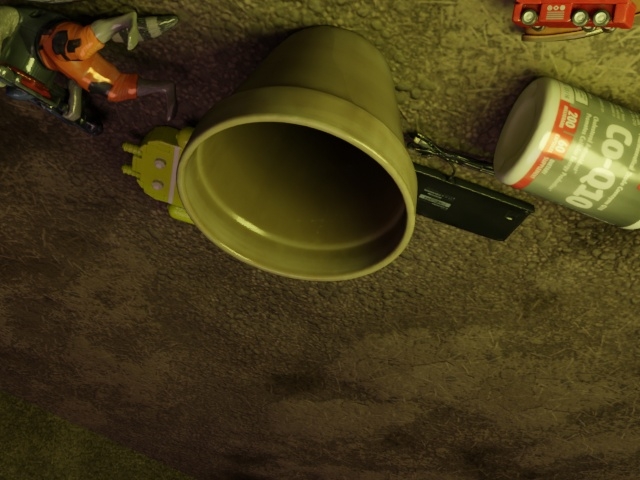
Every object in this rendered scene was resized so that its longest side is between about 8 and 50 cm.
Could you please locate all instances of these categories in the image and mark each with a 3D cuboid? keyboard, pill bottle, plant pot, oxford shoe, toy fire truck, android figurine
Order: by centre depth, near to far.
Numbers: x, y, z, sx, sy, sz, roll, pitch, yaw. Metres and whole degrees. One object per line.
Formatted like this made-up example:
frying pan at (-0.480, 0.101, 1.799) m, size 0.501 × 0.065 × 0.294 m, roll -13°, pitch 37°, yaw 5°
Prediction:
toy fire truck at (0.330, -0.319, 0.857) m, size 0.192 × 0.135 × 0.047 m, roll 13°, pitch -170°, yaw 33°
oxford shoe at (0.356, -0.298, 0.910) m, size 0.212 × 0.076 × 0.076 m, roll -8°, pitch 107°, yaw 31°
plant pot at (-0.009, -0.144, 1.033) m, size 0.323 × 0.280 × 0.323 m, roll 9°, pitch 142°, yaw 7°
pill bottle at (0.410, -0.111, 1.035) m, size 0.283 × 0.161 × 0.161 m, roll 19°, pitch 142°, yaw -6°
keyboard at (0.211, -0.098, 1.226) m, size 0.317 × 0.033 × 0.201 m, roll 18°, pitch 149°, yaw -6°
android figurine at (-0.230, -0.117, 1.328) m, size 0.273 × 0.056 × 0.248 m, roll 18°, pitch 143°, yaw -7°

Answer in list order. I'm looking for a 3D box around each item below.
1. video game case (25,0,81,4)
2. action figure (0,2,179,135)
video game case at (-0.305, -0.343, 0.922) m, size 0.275 × 0.248 × 0.035 m, roll -3°, pitch 102°, yaw 18°
action figure at (-0.383, -0.280, 1.136) m, size 0.330 × 0.178 × 0.341 m, roll 13°, pitch 173°, yaw 12°
